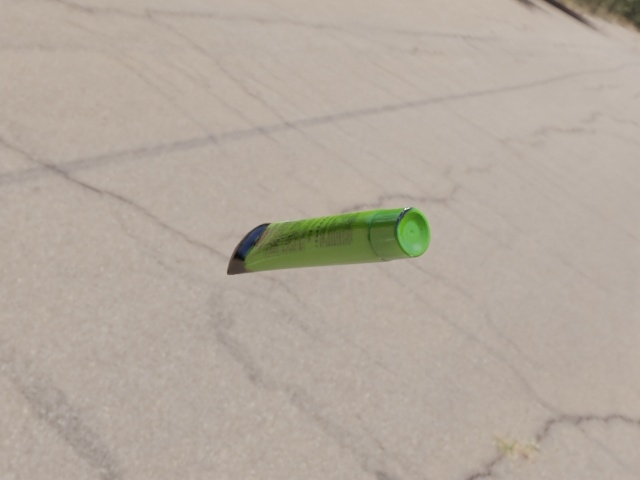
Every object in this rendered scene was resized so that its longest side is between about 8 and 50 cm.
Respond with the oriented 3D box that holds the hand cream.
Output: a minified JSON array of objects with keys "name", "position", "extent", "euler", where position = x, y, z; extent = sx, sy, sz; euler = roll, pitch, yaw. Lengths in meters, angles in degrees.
[{"name":"hand cream","position":[0.000,0.000,0.444],"extent":[0.122,0.036,0.023],"euler":[-5,-47,49]}]
